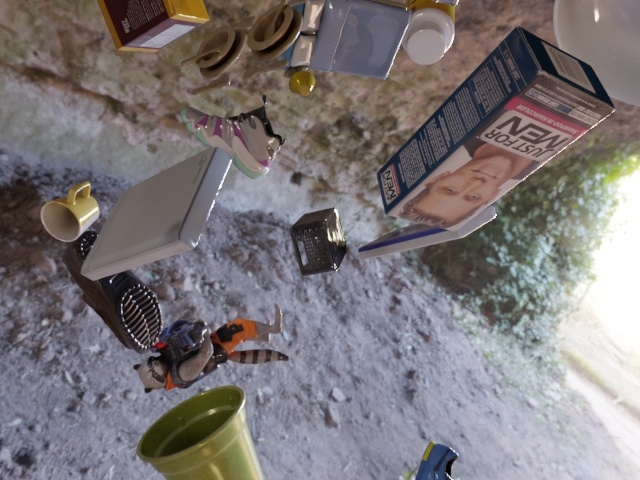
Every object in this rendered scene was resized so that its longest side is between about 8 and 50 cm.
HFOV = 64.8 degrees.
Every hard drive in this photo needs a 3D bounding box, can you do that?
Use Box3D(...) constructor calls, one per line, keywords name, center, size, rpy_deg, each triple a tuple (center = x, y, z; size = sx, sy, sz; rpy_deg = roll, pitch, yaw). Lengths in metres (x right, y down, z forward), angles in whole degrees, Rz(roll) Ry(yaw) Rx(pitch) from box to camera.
Box3D(name="hard drive", center=(0.284, -0.021, 1.371), size=(0.210, 0.319, 0.040), rpy_deg=(-24, 95, -44))
Box3D(name="hard drive", center=(-0.343, -0.051, 1.035), size=(0.047, 0.353, 0.232), rpy_deg=(41, 49, -36))

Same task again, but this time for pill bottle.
Box3D(name="pill bottle", center=(0.242, -0.492, 1.139), size=(0.117, 0.117, 0.214), rpy_deg=(27, 49, -18))

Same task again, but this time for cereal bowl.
Box3D(name="cereal bowl", center=(0.531, -0.360, 0.731), size=(0.339, 0.141, 0.339), rpy_deg=(29, -20, 11))

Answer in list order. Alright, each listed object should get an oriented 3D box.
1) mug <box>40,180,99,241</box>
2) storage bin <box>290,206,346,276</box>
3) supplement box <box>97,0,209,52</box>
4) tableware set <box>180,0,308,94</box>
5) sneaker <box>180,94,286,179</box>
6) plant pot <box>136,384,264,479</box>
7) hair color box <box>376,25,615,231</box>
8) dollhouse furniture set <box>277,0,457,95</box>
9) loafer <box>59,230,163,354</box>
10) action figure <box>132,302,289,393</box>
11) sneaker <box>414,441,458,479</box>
Box3D(name="mug", center=(-0.349, -0.042, 0.727), size=(0.062, 0.078, 0.064), rpy_deg=(58, 26, -16))
Box3D(name="storage bin", center=(0.000, 0.000, 1.206), size=(0.180, 0.085, 0.122), rpy_deg=(-53, 129, -70))
Box3D(name="supplement box", center=(-0.403, -0.573, 1.179), size=(0.129, 0.194, 0.191), rpy_deg=(-36, 107, -61))
Box3D(name="tableware set", center=(-0.110, -0.284, 0.705), size=(0.194, 0.128, 0.039), rpy_deg=(-2, -26, 37))
Box3D(name="sneaker", center=(-0.076, -0.111, 0.472), size=(0.098, 0.069, 0.038), rpy_deg=(36, 17, -7))
Box3D(name="plant pot", center=(-0.261, 0.542, 1.232), size=(0.276, 0.276, 0.253), rpy_deg=(-66, 134, -75))
Box3D(name="hair color box", center=(0.266, -0.157, 0.834), size=(0.174, 0.347, 0.105), rpy_deg=(11, 54, -28))
Box3D(name="dollhouse furniture set", center=(0.117, -0.325, 0.764), size=(0.287, 0.303, 0.198), rpy_deg=(2, 44, -24))
Box3D(name="loafer", center=(-0.549, 0.141, 1.338), size=(0.134, 0.130, 0.365), rpy_deg=(-46, 118, -50))
Box3D(name="action figure", center=(-0.237, 0.245, 1.110), size=(0.178, 0.330, 0.341), rpy_deg=(71, -18, -1))
Box3D(name="sneaker", center=(0.271, 0.598, 1.214), size=(0.082, 0.209, 0.069), rpy_deg=(12, -20, 38))
